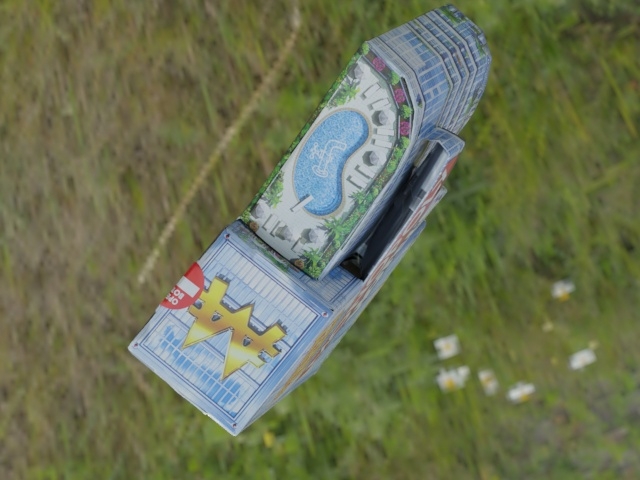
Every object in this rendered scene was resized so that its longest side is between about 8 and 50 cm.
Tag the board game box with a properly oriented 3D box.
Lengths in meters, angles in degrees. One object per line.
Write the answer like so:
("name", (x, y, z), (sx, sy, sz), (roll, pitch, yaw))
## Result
("board game box", (0.000, 0.000, 0.781), (0.060, 0.194, 0.194), (38, 112, 5))
